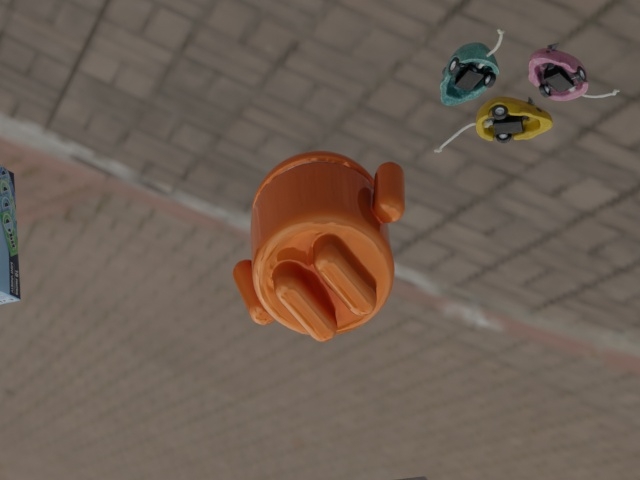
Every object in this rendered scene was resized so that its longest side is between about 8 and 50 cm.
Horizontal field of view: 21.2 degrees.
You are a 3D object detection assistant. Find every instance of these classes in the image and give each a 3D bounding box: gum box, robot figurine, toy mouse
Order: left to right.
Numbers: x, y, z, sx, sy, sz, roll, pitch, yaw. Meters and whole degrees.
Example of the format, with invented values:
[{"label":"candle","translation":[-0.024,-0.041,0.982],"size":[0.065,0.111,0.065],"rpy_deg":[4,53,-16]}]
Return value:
[{"label":"gum box","translation":[-0.392,-0.025,1.877],"size":[0.041,0.157,0.184],"rpy_deg":[-12,161,15]},{"label":"robot figurine","translation":[-0.002,0.001,1.531],"size":[0.128,0.219,0.158],"rpy_deg":[12,118,-9]},{"label":"toy mouse","translation":[0.153,-0.133,1.365],"size":[0.161,0.031,0.143],"rpy_deg":[-7,145,15]}]

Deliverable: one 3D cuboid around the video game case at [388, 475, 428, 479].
[{"label":"video game case","translation":[0.077,0.263,1.618],"size":[0.122,0.011,0.087],"rpy_deg":[1,-138,-43]}]
